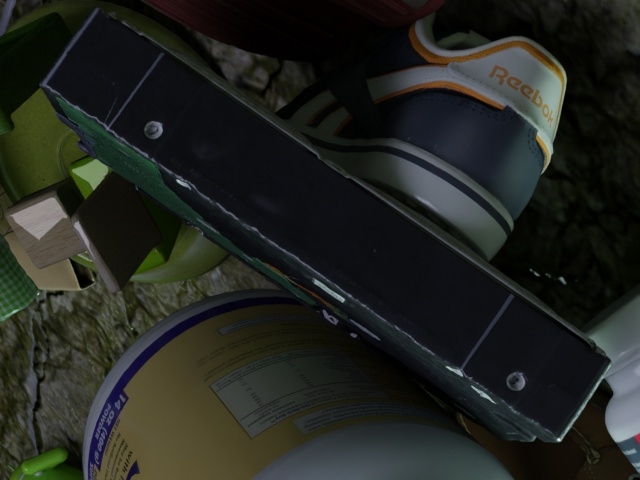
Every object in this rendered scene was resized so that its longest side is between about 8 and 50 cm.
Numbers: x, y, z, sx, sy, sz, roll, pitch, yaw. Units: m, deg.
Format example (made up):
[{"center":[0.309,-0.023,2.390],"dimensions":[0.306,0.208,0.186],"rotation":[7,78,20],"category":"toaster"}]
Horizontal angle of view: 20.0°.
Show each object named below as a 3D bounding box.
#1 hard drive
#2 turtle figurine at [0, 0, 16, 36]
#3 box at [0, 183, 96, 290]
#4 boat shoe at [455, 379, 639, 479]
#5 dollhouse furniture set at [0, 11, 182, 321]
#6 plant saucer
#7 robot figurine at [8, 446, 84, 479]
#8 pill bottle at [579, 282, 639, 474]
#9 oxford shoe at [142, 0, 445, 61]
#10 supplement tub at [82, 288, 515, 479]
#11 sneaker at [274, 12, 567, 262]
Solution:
[{"center":[0.000,0.000,1.068],"dimensions":[0.339,0.064,0.237],"rotation":[34,174,2],"category":"hard drive"},{"center":[-0.359,-0.092,1.449],"dimensions":[0.275,0.198,0.266],"rotation":[1,104,50],"category":"turtle figurine"},{"center":[-0.289,-0.032,1.580],"dimensions":[0.201,0.021,0.164],"rotation":[0,116,46],"category":"box"},{"center":[0.195,0.180,1.161],"dimensions":[0.307,0.104,0.110],"rotation":[36,139,25],"category":"boat shoe"},{"center":[-0.284,-0.006,1.305],"dimensions":[0.301,0.151,0.197],"rotation":[-21,109,23],"category":"dollhouse furniture set"},{"center":[-0.162,-0.063,1.365],"dimensions":[0.241,0.037,0.241],"rotation":[15,126,21],"category":"plant saucer"},{"center":[-0.247,0.242,1.693],"dimensions":[0.115,0.067,0.101],"rotation":[17,140,38],"category":"robot figurine"},{"center":[0.232,0.108,1.069],"dimensions":[0.180,0.108,0.108],"rotation":[53,141,3],"category":"pill bottle"},{"center":[-0.009,-0.195,1.127],"dimensions":[0.123,0.130,0.348],"rotation":[25,167,-29],"category":"oxford shoe"},{"center":[-0.002,0.194,1.187],"dimensions":[0.331,0.241,0.241],"rotation":[-138,32,-59],"category":"supplement tub"},{"center":[0.058,-0.065,1.129],"dimensions":[0.126,0.127,0.321],"rotation":[35,172,-20],"category":"sneaker"}]
